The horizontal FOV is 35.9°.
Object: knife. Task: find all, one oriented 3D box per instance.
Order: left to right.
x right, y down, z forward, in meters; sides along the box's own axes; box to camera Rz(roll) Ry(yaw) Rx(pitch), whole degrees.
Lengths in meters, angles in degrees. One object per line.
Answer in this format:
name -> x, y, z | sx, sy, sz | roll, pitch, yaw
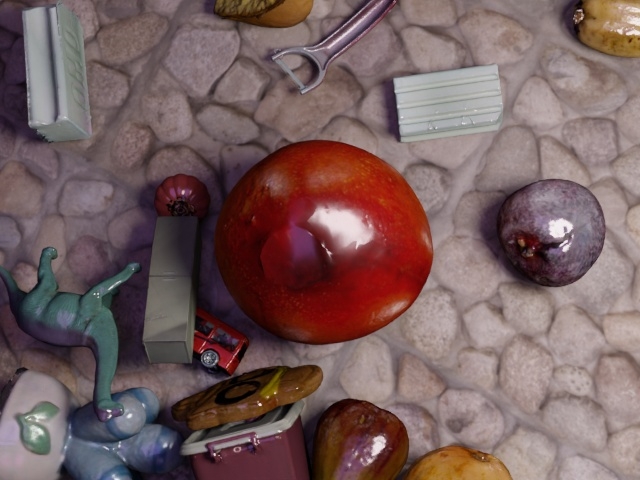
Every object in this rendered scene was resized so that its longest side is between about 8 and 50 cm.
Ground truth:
knife -> 0.040, -0.405, 1.933 | 0.278, 0.053, 0.123 | -38, 73, -2

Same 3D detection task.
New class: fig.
fig -> 0.048, 0.413, 1.713 | 0.170, 0.145, 0.274 | 19, 59, 8

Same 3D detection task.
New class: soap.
soap -> -0.517, -0.330, 1.944 | 0.094, 0.150, 0.261 | -7, 79, 1
soap -> 0.241, -0.259, 1.871 | 0.198, 0.066, 0.119 | -7, 80, 6

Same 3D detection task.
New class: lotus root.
lotus root -> 0.576, -0.401, 1.831 | 0.221, 0.118, 0.125 | 11, 113, 7

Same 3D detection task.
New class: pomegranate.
pomegranate -> 0.235, 0.449, 1.679 | 0.207, 0.207, 0.207 | -1, 79, 7

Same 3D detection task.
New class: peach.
peach -> 0.000, 0.000, 1.703 | 0.388, 0.388, 0.388 | -1, 79, 7

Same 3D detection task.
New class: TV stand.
TV stand -> -0.268, 0.087, 1.802 | 0.083, 0.088, 0.269 | -1, 53, -1

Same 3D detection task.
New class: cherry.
cherry -> 0.415, -0.018, 1.750 | 0.195, 0.195, 0.195 | -1, 79, 7

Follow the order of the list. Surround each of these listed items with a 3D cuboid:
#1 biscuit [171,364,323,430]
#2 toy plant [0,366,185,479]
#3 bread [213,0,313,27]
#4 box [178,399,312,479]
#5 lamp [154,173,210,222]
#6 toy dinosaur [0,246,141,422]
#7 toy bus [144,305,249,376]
biscuit -> -0.136, 0.268, 1.754 | 0.290, 0.208, 0.041 | -15, 98, 14
toy plant -> -0.405, 0.363, 1.774 | 0.332, 0.247, 0.247 | 9, 80, 2
bread -> -0.086, -0.504, 1.916 | 0.262, 0.163, 0.204 | 6, 78, 51
box -> -0.110, 0.383, 1.692 | 0.193, 0.294, 0.167 | -16, 89, 4
lamp -> -0.264, -0.075, 1.890 | 0.108, 0.092, 0.107 | -1, 114, -3
toy dinosaur -> -0.486, 0.173, 1.775 | 0.384, 0.129, 0.331 | 2, 46, 13
toy bus -> -0.233, 0.175, 1.847 | 0.195, 0.081, 0.089 | 29, 75, 12
